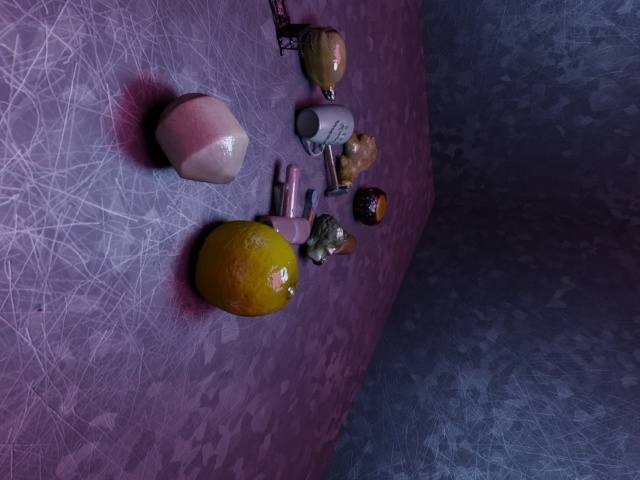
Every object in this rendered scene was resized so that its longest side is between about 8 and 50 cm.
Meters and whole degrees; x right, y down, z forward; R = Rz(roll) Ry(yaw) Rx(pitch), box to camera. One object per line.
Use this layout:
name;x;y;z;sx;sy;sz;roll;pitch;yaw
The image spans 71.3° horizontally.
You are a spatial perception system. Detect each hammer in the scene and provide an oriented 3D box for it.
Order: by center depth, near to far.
hammer;0.056;-0.393;2.252;0.043;0.111;0.365;-87;166;-63

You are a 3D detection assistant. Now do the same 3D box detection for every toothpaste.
toothpaste;-0.055;-0.152;2.162;0.070;0.044;0.193;22;80;-62

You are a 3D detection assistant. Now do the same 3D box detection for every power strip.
power strip;-0.166;-0.161;1.952;0.081;0.035;0.191;-39;133;-50

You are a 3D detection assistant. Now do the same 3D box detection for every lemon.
lemon;-0.232;0.111;1.586;0.364;0.365;0.363;-33;128;-56

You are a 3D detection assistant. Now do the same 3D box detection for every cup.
cup;-0.003;-0.494;2.030;0.234;0.186;0.258;-19;144;-51

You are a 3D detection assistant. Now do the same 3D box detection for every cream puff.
cream puff;0.300;-0.209;2.703;0.239;0.165;0.238;-34;130;-55

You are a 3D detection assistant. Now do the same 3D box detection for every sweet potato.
sweet potato;0.145;0.023;2.538;0.337;0.131;0.131;11;89;-62

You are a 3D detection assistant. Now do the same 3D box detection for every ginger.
ginger;0.200;-0.455;2.424;0.375;0.166;0.236;-59;156;-51

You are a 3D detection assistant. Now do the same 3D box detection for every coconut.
coconut;-0.337;-0.280;1.302;0.265;0.237;0.237;52;34;4

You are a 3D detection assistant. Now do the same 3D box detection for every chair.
chair;-0.111;-0.844;1.731;0.106;0.113;0.229;-57;149;-41

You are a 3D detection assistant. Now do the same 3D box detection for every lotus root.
lotus root;0.022;-0.761;1.936;0.183;0.183;0.309;-44;138;-49

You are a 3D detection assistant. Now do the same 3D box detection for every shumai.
shumai;0.002;-0.001;2.208;0.218;0.189;0.256;-43;-179;-18

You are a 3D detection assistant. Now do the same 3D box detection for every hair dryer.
hair dryer;-0.148;-0.156;1.864;0.210;0.126;0.352;-1;97;-49
